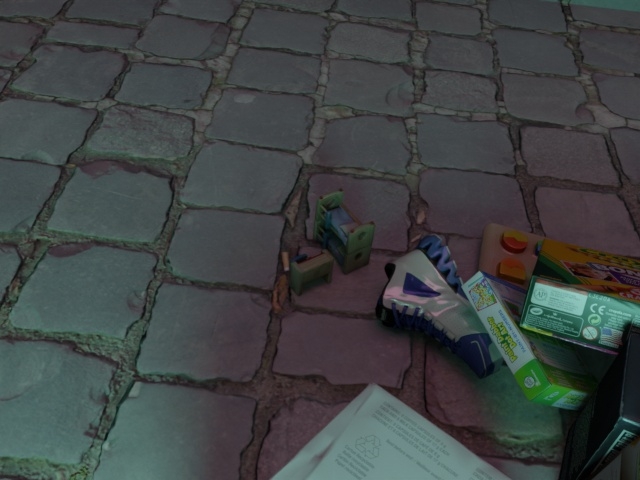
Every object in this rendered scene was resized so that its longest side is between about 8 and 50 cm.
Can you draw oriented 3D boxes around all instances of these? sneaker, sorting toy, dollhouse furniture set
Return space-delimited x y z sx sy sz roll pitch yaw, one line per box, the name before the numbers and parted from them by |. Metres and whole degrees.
sneaker | 0.212 0.148 1.375 0.182 0.127 0.315 -22 57 -8
sorting toy | 0.451 0.045 1.516 0.208 0.038 0.193 13 46 8
dollhouse furniture set | 0.000 0.000 1.477 0.183 0.129 0.129 -23 52 -26

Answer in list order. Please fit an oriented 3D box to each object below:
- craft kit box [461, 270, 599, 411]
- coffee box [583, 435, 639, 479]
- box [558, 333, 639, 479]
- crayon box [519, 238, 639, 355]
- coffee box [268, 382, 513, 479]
craft kit box | 0.394 0.188 1.282 0.250 0.061 0.247 21 32 -44
coffee box | 0.462 0.354 0.950 0.141 0.246 0.098 30 42 4
box | 0.566 0.340 1.088 0.296 0.294 0.183 20 47 13
crayon box | 0.560 0.112 1.250 0.362 0.106 0.313 15 18 17
coffee box | 0.072 0.462 0.882 0.337 0.334 0.338 33 49 25
